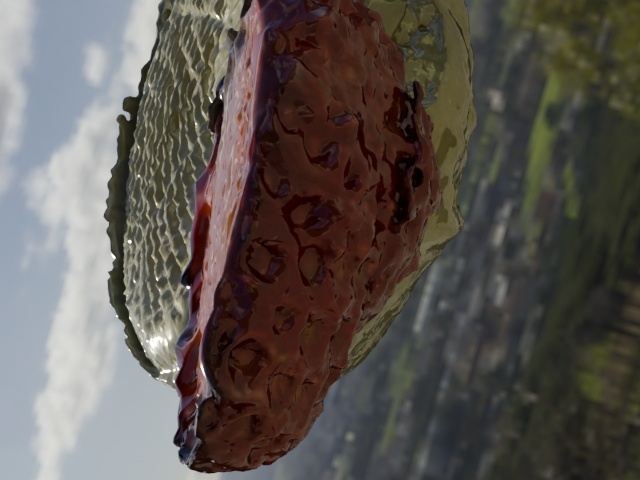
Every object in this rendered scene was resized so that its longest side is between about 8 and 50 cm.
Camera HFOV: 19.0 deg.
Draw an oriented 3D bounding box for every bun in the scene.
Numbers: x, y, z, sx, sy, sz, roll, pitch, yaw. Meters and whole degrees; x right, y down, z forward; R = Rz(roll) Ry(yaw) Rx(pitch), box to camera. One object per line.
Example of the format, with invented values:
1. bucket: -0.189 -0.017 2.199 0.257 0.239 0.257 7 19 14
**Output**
1. bun: -0.008 -0.062 1.283 0.364 0.202 0.364 -169 90 -70

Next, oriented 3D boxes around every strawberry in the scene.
1. strawberry: 0.000 0.000 0.868 0.190 0.111 0.236 118 161 -57
